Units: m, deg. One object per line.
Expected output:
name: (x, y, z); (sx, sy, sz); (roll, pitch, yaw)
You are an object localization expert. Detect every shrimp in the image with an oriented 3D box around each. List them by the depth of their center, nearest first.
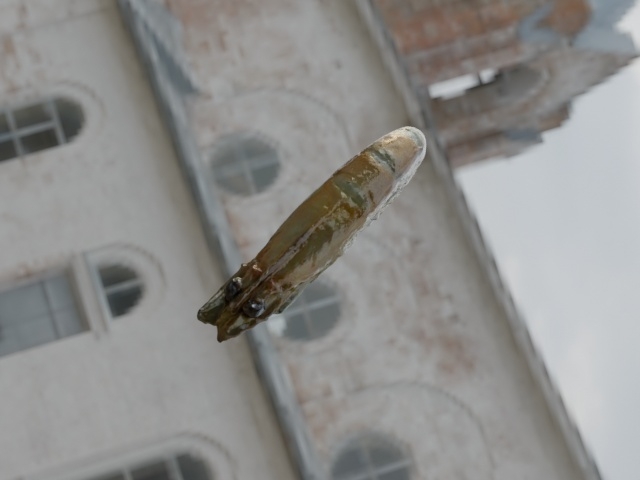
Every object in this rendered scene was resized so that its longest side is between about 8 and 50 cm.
shrimp: (0.000, 0.000, 0.614); (0.023, 0.108, 0.059); (44, -13, 8)
